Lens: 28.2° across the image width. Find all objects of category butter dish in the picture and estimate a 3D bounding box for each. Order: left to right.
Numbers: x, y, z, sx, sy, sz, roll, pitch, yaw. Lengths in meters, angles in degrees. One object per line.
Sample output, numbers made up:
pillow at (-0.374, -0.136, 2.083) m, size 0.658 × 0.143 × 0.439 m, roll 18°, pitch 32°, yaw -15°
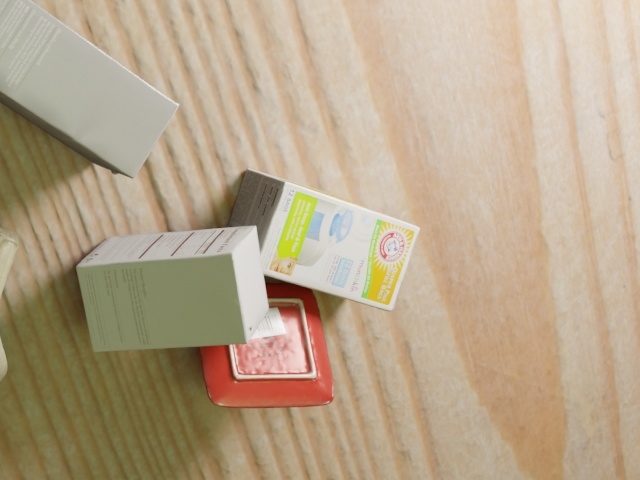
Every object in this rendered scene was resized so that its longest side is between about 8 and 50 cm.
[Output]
butter dish at (-0.081, 0.139, 1.514) m, size 0.160 × 0.118 × 0.160 m, roll 1°, pitch 61°, yaw -24°

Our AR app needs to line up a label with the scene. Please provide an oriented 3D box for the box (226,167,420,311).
box at (0.000, 0.000, 1.528) m, size 0.203 × 0.103 × 0.114 m, roll 18°, pitch 92°, yaw -31°

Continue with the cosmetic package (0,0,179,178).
cosmetic package at (-0.279, -0.169, 1.320) m, size 0.238 × 0.127 × 0.107 m, roll 32°, pitch 84°, yaw -33°

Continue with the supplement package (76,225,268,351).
supplement package at (-0.159, 0.052, 1.401) m, size 0.179 × 0.105 × 0.105 m, roll -4°, pitch 107°, yaw 12°

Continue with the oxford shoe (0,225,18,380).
oxford shoe at (-0.396, 0.167, 1.327) m, size 0.146 × 0.140 × 0.397 m, roll 6°, pitch 101°, yaw -38°
